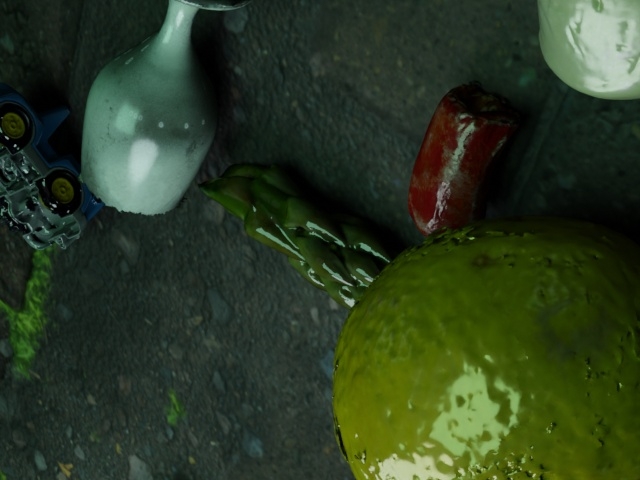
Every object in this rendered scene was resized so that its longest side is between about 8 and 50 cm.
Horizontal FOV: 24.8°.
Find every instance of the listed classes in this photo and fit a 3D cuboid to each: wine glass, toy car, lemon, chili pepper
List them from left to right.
[{"bbox_3d":[-0.300,-0.086,1.510,0.097,0.100,0.191,-19,114,44],"label":"toy car"},{"bbox_3d":[-0.145,-0.145,1.321,0.126,0.126,0.241,39,126,23],"label":"wine glass"},{"bbox_3d":[0.112,-0.059,1.171,0.073,0.070,0.123,23,120,14],"label":"chili pepper"},{"bbox_3d":[0.152,0.106,1.080,0.310,0.258,0.258,-18,95,28],"label":"lemon"}]

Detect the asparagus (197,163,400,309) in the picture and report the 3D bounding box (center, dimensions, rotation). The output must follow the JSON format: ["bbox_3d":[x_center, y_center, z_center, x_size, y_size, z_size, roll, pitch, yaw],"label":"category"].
[{"bbox_3d":[0.000,0.000,1.289,0.287,0.080,0.080,37,128,23],"label":"asparagus"}]

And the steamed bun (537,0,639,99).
[{"bbox_3d":[0.238,-0.213,0.902,0.154,0.200,0.250,21,123,33],"label":"steamed bun"}]
